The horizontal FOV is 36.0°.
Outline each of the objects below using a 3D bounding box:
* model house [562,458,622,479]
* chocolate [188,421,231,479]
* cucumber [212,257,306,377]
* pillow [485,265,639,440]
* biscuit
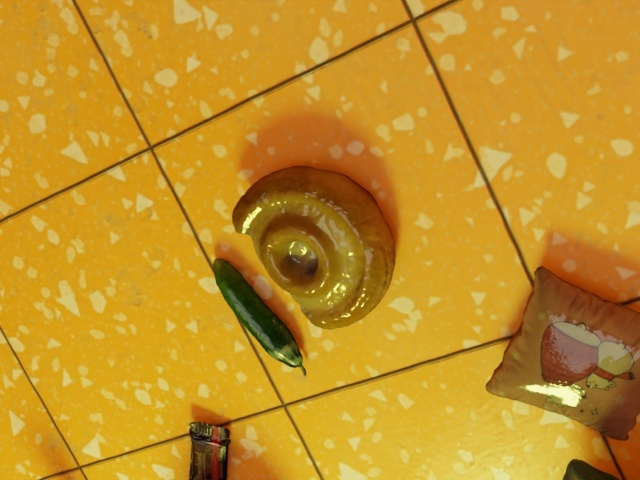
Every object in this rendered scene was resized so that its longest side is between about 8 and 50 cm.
[{"bbox_3d":[0.462,0.551,1.444,0.334,0.343,0.382,24,126,2],"label":"model house"},{"bbox_3d":[-0.204,0.409,1.807,0.086,0.028,0.183,7,114,11],"label":"chocolate"},{"bbox_3d":[-0.102,0.132,1.642,0.056,0.056,0.250,-40,92,29],"label":"cucumber"},{"bbox_3d":[0.386,0.173,1.446,0.236,0.084,0.223,20,114,11],"label":"pillow"},{"bbox_3d":[-0.001,0.000,1.530,0.274,0.091,0.213,48,121,1],"label":"biscuit"}]
